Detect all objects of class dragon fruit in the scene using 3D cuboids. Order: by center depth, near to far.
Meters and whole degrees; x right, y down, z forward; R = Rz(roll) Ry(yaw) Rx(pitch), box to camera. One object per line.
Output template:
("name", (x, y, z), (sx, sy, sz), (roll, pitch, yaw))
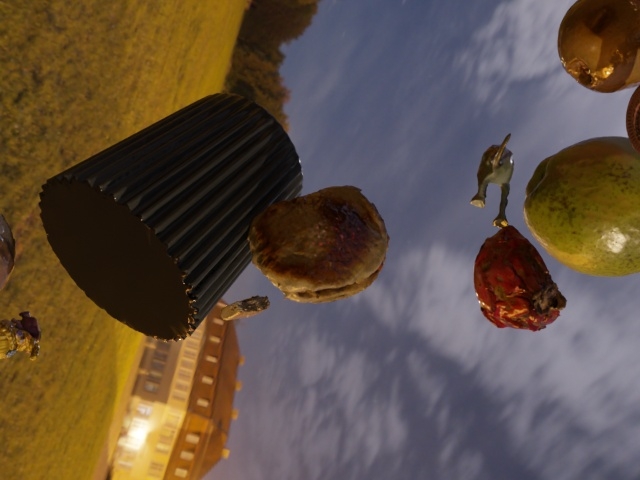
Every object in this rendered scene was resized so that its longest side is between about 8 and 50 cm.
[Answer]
("dragon fruit", (0.441, 0.116, 1.387), (0.262, 0.134, 0.211), (70, -13, -13))

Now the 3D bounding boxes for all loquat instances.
("loquat", (0.584, -0.395, 1.227), (0.213, 0.213, 0.213), (-160, -90, -78))

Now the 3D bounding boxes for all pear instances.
("pear", (0.705, -0.090, 1.590), (0.391, 0.390, 0.391), (-160, -90, -78))

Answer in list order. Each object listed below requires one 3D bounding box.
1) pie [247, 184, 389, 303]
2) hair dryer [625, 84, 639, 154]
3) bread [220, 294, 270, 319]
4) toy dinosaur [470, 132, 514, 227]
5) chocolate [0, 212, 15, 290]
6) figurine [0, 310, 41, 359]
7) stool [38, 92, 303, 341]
("pie", (0.000, 0.000, 0.910), (0.179, 0.205, 0.084), (63, -22, 26))
("hair dryer", (0.602, -0.084, 0.982), (0.125, 0.210, 0.353), (-126, -151, -69))
("bread", (-0.147, 0.131, 1.210), (0.070, 0.083, 0.035), (-29, -106, 46))
("toy dinosaur", (0.409, -0.153, 1.458), (0.393, 0.092, 0.206), (50, 53, -60))
("chocolate", (-0.414, -0.031, 0.537), (0.134, 0.309, 0.134), (-22, -125, 35))
("figurine", (-0.667, 0.217, 1.307), (0.156, 0.115, 0.095), (-5, 135, -55))
("stool", (-0.215, -0.057, 0.999), (0.330, 0.297, 0.297), (-49, 176, -41))
